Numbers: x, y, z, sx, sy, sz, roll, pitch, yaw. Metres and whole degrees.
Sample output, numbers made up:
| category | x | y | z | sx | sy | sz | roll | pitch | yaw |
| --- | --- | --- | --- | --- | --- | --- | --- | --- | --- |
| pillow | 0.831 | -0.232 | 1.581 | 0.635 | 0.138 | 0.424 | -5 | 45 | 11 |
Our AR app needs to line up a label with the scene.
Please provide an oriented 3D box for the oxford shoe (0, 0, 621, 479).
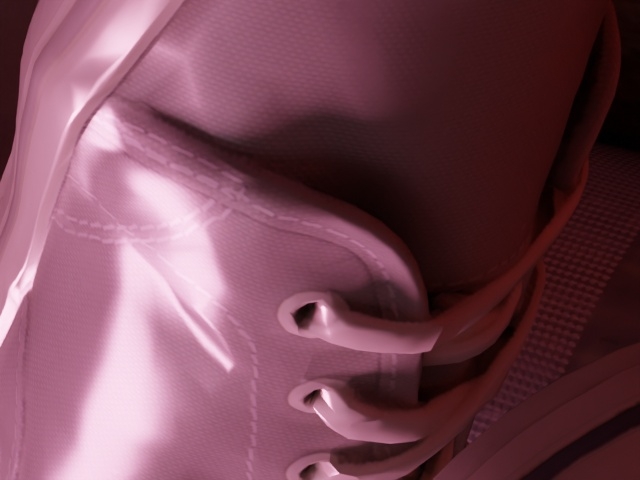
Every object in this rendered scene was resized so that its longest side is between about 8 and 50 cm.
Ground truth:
| category | x | y | z | sx | sy | sz | roll | pitch | yaw |
| --- | --- | --- | --- | --- | --- | --- | --- | --- | --- |
| oxford shoe | 0.000 | 0.000 | 0.454 | 0.130 | 0.169 | 0.449 | 49 | 136 | 13 |

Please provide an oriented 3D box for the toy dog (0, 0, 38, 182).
| category | x | y | z | sx | sy | sz | roll | pitch | yaw |
| --- | --- | --- | --- | --- | --- | --- | --- | --- | --- |
| toy dog | -0.141 | -0.083 | 0.638 | 0.161 | 0.220 | 0.334 | -23 | 147 | 26 |

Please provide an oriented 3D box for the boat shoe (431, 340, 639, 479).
| category | x | y | z | sx | sy | sz | roll | pitch | yaw |
| --- | --- | --- | --- | --- | --- | --- | --- | --- | --- |
| boat shoe | 0.227 | 0.130 | 0.459 | 0.500 | 0.187 | 0.156 | 10 | -147 | -39 |

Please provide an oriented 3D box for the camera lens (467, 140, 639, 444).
| category | x | y | z | sx | sy | sz | roll | pitch | yaw |
| --- | --- | --- | --- | --- | --- | --- | --- | --- | --- |
| camera lens | 0.081 | 0.074 | 0.671 | 0.274 | 0.219 | 0.219 | 17 | 162 | 27 |
